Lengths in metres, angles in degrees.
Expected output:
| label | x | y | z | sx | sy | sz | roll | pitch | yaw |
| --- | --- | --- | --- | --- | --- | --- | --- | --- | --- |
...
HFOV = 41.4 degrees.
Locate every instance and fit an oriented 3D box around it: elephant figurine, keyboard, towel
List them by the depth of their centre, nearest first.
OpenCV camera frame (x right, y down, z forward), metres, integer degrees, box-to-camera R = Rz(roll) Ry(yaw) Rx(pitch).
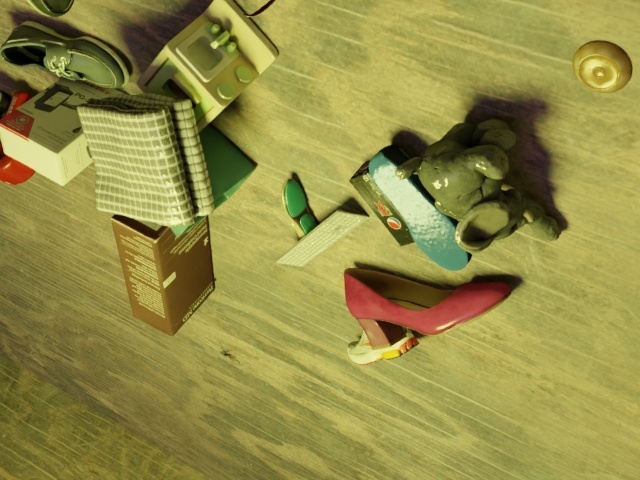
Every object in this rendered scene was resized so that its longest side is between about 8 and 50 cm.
| label | x | y | z | sx | sy | sz | roll | pitch | yaw |
| --- | --- | --- | --- | --- | --- | --- | --- | --- | --- |
| elephant figurine | 0.261 | -0.060 | 1.366 | 0.186 | 0.169 | 0.239 | 3 | 128 | 34 |
| towel | -0.342 | -0.156 | 1.610 | 0.284 | 0.121 | 0.234 | 11 | 123 | 42 |
| keyboard | 0.000 | 0.000 | 1.760 | 0.072 | 0.014 | 0.256 | 15 | 149 | -29 |

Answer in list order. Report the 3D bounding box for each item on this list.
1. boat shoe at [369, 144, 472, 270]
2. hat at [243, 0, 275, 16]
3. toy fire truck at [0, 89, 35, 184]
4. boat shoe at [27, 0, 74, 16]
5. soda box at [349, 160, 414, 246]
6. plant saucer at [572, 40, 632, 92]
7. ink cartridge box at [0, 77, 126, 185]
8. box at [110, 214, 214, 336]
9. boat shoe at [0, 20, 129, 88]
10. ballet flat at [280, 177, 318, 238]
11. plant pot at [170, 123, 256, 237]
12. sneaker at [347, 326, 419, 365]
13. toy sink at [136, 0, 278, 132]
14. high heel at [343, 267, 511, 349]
| label | x | y | z | sx | sy | sz | roll | pitch | yaw |
| --- | --- | --- | --- | --- | --- | --- | --- | --- | --- |
| boat shoe | 0.195 | -0.066 | 1.502 | 0.109 | 0.089 | 0.258 | -22 | 109 | 38 |
| hat | 0.024 | -0.401 | 1.184 | 0.173 | 0.183 | 0.208 | 31 | 145 | 11 |
| toy fire truck | -0.684 | -0.235 | 2.029 | 0.247 | 0.216 | 0.158 | 9 | 165 | 29 |
| boat shoe | -0.497 | -0.552 | 1.550 | 0.113 | 0.127 | 0.339 | 34 | 138 | 29 |
| soda box | 0.132 | -0.071 | 1.578 | 0.169 | 0.053 | 0.060 | 51 | 145 | -16 |
| plant saucer | 0.390 | -0.238 | 1.181 | 0.083 | 0.015 | 0.083 | 25 | 143 | 20 |
| ink cartridge box | -0.547 | -0.251 | 1.843 | 0.172 | 0.237 | 0.100 | 27 | 141 | 17 |
| box | -0.373 | 0.041 | 2.055 | 0.143 | 0.191 | 0.381 | 27 | 144 | 17 |
| boat shoe | -0.554 | -0.381 | 1.820 | 0.320 | 0.099 | 0.116 | 23 | 142 | 22 |
| ballet flat | -0.053 | -0.059 | 1.765 | 0.052 | 0.057 | 0.168 | 16 | 140 | 45 |
| plant pot | -0.295 | -0.165 | 1.782 | 0.234 | 0.165 | 0.166 | 49 | 145 | -1 |
| sneaker | 0.131 | 0.218 | 1.902 | 0.225 | 0.088 | 0.092 | -28 | 89 | 53 |
| toy sink | -0.213 | -0.312 | 1.555 | 0.153 | 0.131 | 0.234 | 47 | 145 | -12 |
| high heel | 0.194 | 0.097 | 1.675 | 0.377 | 0.127 | 0.181 | -24 | 90 | 40 |
